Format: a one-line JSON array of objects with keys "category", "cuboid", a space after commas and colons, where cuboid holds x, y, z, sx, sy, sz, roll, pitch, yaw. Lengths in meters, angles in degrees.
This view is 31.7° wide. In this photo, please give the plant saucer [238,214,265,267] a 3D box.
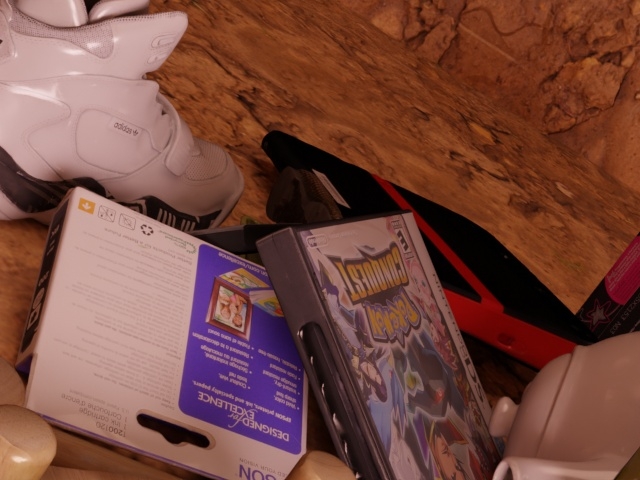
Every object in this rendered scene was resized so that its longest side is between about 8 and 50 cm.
[{"category": "plant saucer", "cuboid": [-0.002, 0.071, 1.007, 0.188, 0.045, 0.188, 29, 19, -14]}]

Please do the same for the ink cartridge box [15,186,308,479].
[{"category": "ink cartridge box", "cuboid": [-0.104, 0.080, 0.790, 0.206, 0.045, 0.208, 25, 39, -22]}]

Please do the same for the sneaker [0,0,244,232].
[{"category": "sneaker", "cuboid": [-0.160, -0.118, 0.958, 0.137, 0.210, 0.366, 45, 22, 29]}]

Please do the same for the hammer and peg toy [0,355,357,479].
[{"category": "hammer and peg toy", "cuboid": [-0.069, 0.169, 0.537, 0.266, 0.127, 0.361, 18, 25, -39]}]

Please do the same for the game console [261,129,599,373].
[{"category": "game console", "cuboid": [0.115, 0.015, 1.263, 0.342, 0.060, 0.386, 22, 15, -25]}]

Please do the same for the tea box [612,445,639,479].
[{"category": "tea box", "cuboid": [0.264, 0.259, 0.552, 0.220, 0.323, 0.329, 28, 21, -13]}]

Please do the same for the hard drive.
[{"category": "hard drive", "cuboid": [-0.092, 0.003, 0.931, 0.135, 0.022, 0.094, -6, -2, 30]}]

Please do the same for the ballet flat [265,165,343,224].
[{"category": "ballet flat", "cuboid": [0.000, 0.000, 0.999, 0.058, 0.084, 0.250, 25, 15, -20]}]

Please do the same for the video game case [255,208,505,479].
[{"category": "video game case", "cuboid": [0.063, 0.100, 0.849, 0.248, 0.035, 0.275, 69, 21, 4]}]

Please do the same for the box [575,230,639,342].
[{"category": "box", "cuboid": [0.406, 0.104, 1.268, 0.142, 0.247, 0.163, 20, 24, -32]}]

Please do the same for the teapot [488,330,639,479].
[{"category": "teapot", "cuboid": [0.223, 0.169, 0.879, 0.187, 0.256, 0.252, 21, 54, 14]}]
